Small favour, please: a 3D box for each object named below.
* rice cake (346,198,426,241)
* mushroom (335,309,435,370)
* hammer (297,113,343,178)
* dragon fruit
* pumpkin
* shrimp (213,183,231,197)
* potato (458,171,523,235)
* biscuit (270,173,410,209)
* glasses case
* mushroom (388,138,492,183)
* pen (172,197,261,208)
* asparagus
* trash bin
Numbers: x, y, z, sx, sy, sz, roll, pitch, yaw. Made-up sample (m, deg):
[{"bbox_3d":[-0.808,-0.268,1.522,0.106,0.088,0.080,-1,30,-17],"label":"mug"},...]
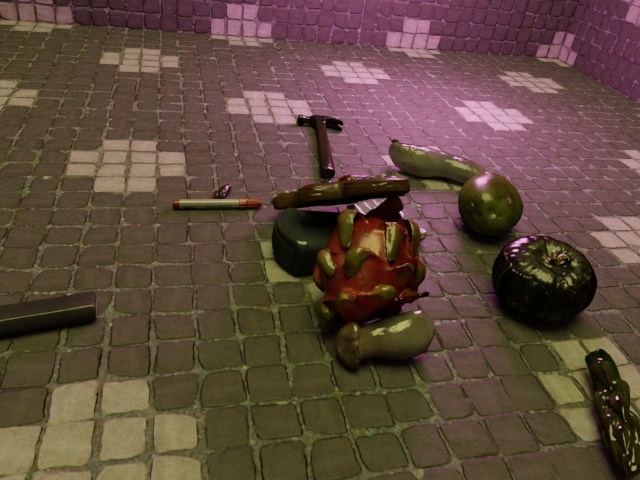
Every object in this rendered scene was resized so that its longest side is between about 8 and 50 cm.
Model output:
[{"bbox_3d":[0.175,-0.045,1.486,0.189,0.037,0.198,-11,38,-27],"label":"rice cake"},{"bbox_3d":[0.135,0.193,1.075,0.212,0.097,0.088,-3,49,-17],"label":"mushroom"},{"bbox_3d":[0.007,-0.332,1.867,0.168,0.044,0.440,3,35,-6],"label":"hammer"},{"bbox_3d":[0.108,0.046,1.154,0.227,0.243,0.307,-18,0,36],"label":"dragon fruit"},{"bbox_3d":[0.520,0.082,1.270,0.238,0.159,0.238,9,36,-7],"label":"pumpkin"},{"bbox_3d":[-0.277,-0.137,1.520,0.038,0.029,0.092,-6,16,8],"label":"shrimp"},{"bbox_3d":[0.487,-0.108,1.552,0.186,0.149,0.253,8,35,3],"label":"potato"},{"bbox_3d":[0.067,-0.127,1.325,0.283,0.064,0.432,-6,1,-23],"label":"biscuit"},{"bbox_3d":[-0.534,0.141,1.049,0.190,0.042,0.072,-8,31,-23],"label":"glasses case"},{"bbox_3d":[0.394,-0.250,1.788,0.351,0.097,0.109,14,35,3],"label":"mushroom"},{"bbox_3d":[-0.277,-0.100,1.472,0.239,0.028,0.028,-2,35,-14],"label":"pen"},{"bbox_3d":[0.549,0.320,1.007,0.080,0.080,0.287,14,31,8],"label":"asparagus"},{"bbox_3d":[0.000,0.000,1.329,0.236,0.101,0.177,0,33,-16],"label":"trash bin"}]
